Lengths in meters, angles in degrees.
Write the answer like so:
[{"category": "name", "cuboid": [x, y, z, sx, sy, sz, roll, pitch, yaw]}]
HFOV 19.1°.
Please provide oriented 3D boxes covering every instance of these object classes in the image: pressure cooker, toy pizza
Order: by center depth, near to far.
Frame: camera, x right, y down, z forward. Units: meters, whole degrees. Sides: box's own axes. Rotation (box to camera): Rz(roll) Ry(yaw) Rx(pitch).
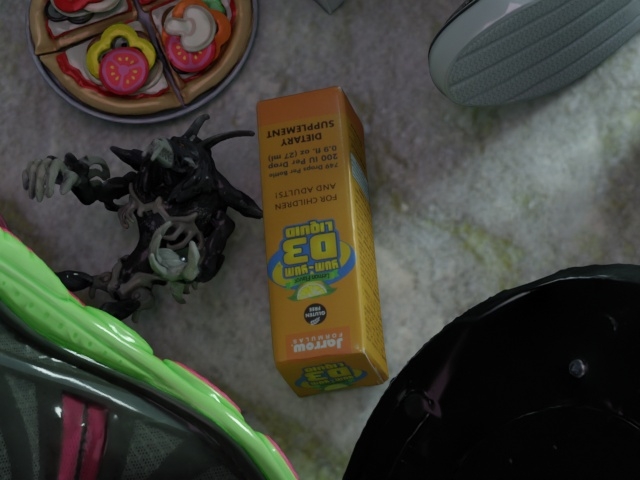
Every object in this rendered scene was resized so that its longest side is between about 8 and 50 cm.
[{"category": "pressure cooker", "cuboid": [0.257, 0.227, 1.171, 0.375, 0.420, 0.370, 20, 92, 42]}, {"category": "toy pizza", "cuboid": [-0.154, -0.196, 1.625, 0.201, 0.032, 0.201, -1, 72, 2]}]

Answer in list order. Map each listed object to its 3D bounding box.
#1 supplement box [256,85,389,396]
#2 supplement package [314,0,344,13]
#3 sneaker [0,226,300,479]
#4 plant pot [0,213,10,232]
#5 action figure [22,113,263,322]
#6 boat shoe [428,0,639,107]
[{"category": "supplement box", "cuboid": [0.000, 0.000, 1.499, 0.078, 0.080, 0.233, -10, 67, 10]}, {"category": "supplement package", "cuboid": [0.017, -0.377, 1.594, 0.262, 0.198, 0.199, -44, 66, -9]}, {"category": "sneaker", "cuboid": [-0.196, 0.142, 1.331, 0.483, 0.185, 0.202, 38, 78, -16]}, {"category": "plant pot", "cuboid": [-0.380, 0.008, 1.526, 0.201, 0.201, 0.180, 40, 95, 24]}, {"category": "action figure", "cuboid": [-0.153, 0.003, 1.498, 0.164, 0.141, 0.276, 24, 77, 22]}, {"category": "boat shoe", "cuboid": [0.213, -0.226, 1.544, 0.335, 0.121, 0.119, -32, 56, -15]}]
